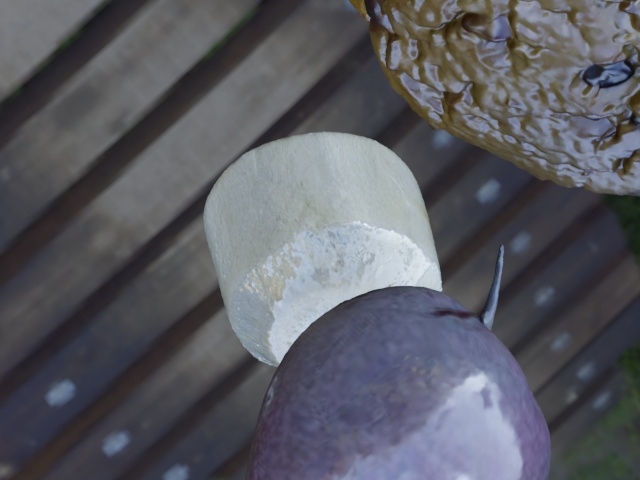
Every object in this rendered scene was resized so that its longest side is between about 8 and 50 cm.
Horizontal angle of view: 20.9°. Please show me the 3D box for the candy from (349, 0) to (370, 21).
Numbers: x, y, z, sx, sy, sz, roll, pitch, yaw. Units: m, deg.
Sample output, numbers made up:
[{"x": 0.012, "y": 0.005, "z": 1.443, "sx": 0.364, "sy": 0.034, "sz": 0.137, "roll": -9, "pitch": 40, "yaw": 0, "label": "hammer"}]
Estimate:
[{"x": 0.042, "y": -0.215, "z": 1.400, "sx": 0.053, "sy": 0.182, "sz": 0.046, "roll": -30, "pitch": 156, "yaw": -26, "label": "candy"}]

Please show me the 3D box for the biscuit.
[{"x": 0.170, "y": -0.122, "z": 1.252, "sx": 0.296, "sy": 0.296, "sz": 0.075, "roll": 81, "pitch": 26, "yaw": -61, "label": "biscuit"}]

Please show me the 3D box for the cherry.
[{"x": 0.058, "y": 0.144, "z": 1.205, "sx": 0.266, "sy": 0.183, "sz": 0.213, "roll": -41, "pitch": 113, "yaw": -18, "label": "cherry"}]

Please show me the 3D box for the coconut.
[{"x": 0.000, "y": 0.000, "z": 1.822, "sx": 0.237, "sy": 0.266, "sz": 0.237, "roll": -11, "pitch": 137, "yaw": -10, "label": "coconut"}]
